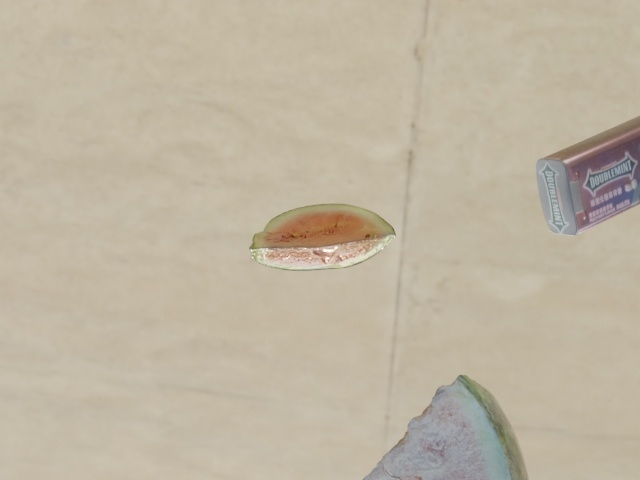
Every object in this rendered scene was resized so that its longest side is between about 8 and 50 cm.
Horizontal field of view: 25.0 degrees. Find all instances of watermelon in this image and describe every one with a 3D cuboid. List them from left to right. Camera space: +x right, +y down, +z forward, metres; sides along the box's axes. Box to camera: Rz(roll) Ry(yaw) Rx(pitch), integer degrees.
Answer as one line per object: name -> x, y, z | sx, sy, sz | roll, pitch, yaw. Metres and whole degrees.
watermelon -> -0.002, -0.010, 1.638 | 0.163, 0.069, 0.087 | -5, 161, -3
watermelon -> 0.207, 0.350, 2.126 | 0.193, 0.232, 0.310 | 42, 154, 24

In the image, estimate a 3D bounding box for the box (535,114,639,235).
box -> 0.418, -0.097, 2.083 | 0.224, 0.120, 0.069 | -25, -161, -30
